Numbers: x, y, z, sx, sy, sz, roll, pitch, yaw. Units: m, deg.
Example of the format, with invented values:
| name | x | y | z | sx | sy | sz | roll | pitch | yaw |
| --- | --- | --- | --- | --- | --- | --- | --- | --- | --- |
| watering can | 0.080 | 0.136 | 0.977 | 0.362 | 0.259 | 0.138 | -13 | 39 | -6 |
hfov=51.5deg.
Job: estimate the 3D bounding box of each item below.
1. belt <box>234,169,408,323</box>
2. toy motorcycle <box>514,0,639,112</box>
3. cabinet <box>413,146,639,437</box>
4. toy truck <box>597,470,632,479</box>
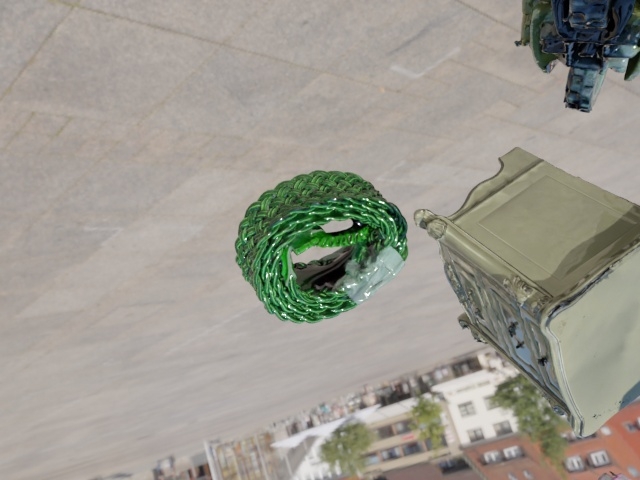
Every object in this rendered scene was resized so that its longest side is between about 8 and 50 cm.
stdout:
| name | x | y | z | sx | sy | sz | roll | pitch | yaw |
| --- | --- | --- | --- | --- | --- | --- | --- | --- | --- |
| belt | 0.000 | 0.000 | 0.585 | 0.151 | 0.079 | 0.121 | -19 | 123 | -13 |
| toy motorcycle | 0.309 | -0.291 | 0.719 | 0.169 | 0.236 | 0.410 | 10 | 180 | 21 |
| cabinet | 0.343 | 0.065 | 1.014 | 0.227 | 0.318 | 0.290 | -36 | 127 | -8 |
| toy truck | 0.151 | 0.272 | 0.374 | 0.124 | 0.155 | 0.268 | -27 | 141 | -37 |
